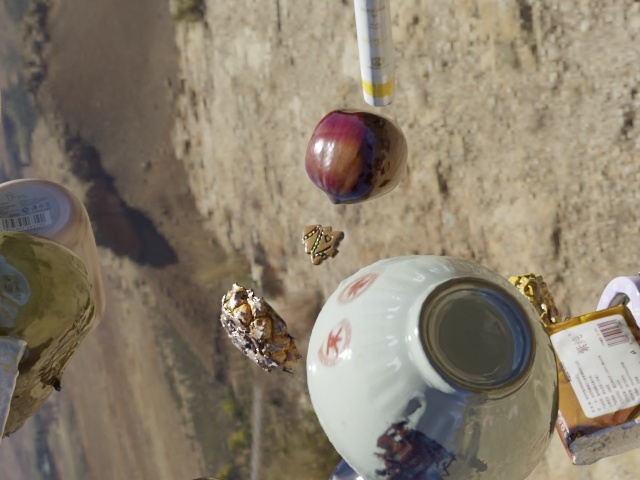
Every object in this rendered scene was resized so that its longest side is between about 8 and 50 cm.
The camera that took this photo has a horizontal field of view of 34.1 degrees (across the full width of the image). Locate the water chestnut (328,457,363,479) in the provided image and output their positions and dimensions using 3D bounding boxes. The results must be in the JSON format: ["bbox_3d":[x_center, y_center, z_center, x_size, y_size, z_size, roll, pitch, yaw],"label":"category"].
[{"bbox_3d":[0.140,0.441,1.568,0.335,0.347,0.335,-8,73,28],"label":"water chestnut"}]

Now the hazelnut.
[{"bbox_3d":[0.079,-0.172,2.202,0.229,0.229,0.229,171,90,-69],"label":"hazelnut"}]

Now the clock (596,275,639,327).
[{"bbox_3d":[0.549,0.162,1.850,0.172,0.064,0.198,171,98,-76],"label":"clock"}]

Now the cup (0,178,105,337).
[{"bbox_3d":[-0.449,0.027,1.522,0.191,0.253,0.200,-76,-7,-45],"label":"cup"}]

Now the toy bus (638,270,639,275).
[{"bbox_3d":[0.688,0.053,1.985,0.079,0.174,0.077,-24,54,53],"label":"toy bus"}]

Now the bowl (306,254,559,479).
[{"bbox_3d":[0.163,0.139,1.260,0.157,0.337,0.337,119,138,-60],"label":"bowl"}]

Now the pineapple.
[{"bbox_3d":[-0.125,0.178,2.015,0.225,0.076,0.225,43,160,20],"label":"pineapple"}]

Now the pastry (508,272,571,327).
[{"bbox_3d":[0.459,0.183,2.224,0.102,0.154,0.250,49,-161,-44],"label":"pastry"}]

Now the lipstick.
[{"bbox_3d":[0.090,-0.325,1.708,0.264,0.059,0.059,80,168,-56],"label":"lipstick"}]

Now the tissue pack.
[{"bbox_3d":[0.433,0.219,1.609,0.226,0.183,0.092,-105,-5,-45],"label":"tissue pack"}]

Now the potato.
[{"bbox_3d":[-0.301,0.092,0.919,0.262,0.165,0.165,-40,57,33],"label":"potato"}]

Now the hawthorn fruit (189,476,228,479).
[{"bbox_3d":[-0.132,0.312,0.876,0.248,0.208,0.208,-28,71,44],"label":"hawthorn fruit"}]

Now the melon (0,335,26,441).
[{"bbox_3d":[-0.245,0.139,0.585,0.139,0.203,0.093,80,167,-46],"label":"melon"}]

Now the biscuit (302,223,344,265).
[{"bbox_3d":[0.000,0.000,1.929,0.092,0.082,0.016,45,-179,29],"label":"biscuit"}]
